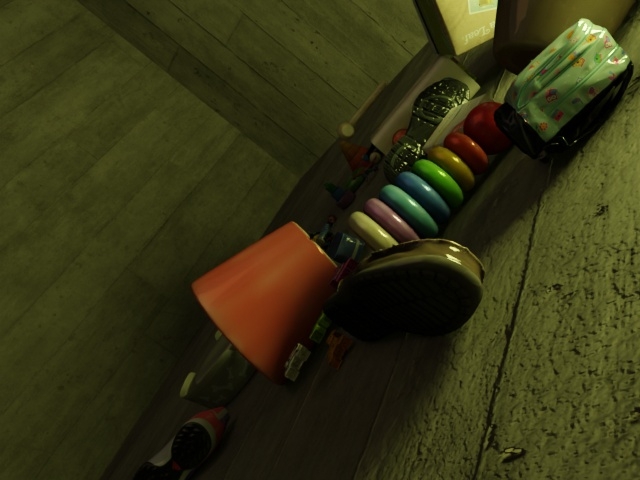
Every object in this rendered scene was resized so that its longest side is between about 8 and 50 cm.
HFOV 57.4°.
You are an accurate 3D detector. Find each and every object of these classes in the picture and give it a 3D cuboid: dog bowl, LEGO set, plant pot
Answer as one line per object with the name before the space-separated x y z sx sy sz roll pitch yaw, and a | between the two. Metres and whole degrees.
dog bowl | -0.238 0.306 1.602 0.349 0.102 0.349 -49 11 13
LEGO set | 0.023 0.150 1.034 0.227 0.087 0.093 -60 8 -7
plant pot | -0.083 0.111 1.189 0.243 0.275 0.275 -42 9 -4
plant pot | 0.379 -0.381 0.912 0.263 0.262 0.230 -165 96 -79

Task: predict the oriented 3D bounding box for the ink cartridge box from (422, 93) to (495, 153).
ink cartridge box | 0.280 -0.215 1.184 0.115 0.067 0.198 -53 9 -5

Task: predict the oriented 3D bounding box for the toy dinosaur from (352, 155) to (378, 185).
toy dinosaur | 0.137 -0.218 1.836 0.082 0.090 0.047 -9 10 -18

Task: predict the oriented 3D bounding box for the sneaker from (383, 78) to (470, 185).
sneaker | 0.238 -0.239 1.334 0.286 0.109 0.130 -54 -14 -2

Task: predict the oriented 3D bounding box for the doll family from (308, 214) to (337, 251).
doll family | 0.000 0.000 1.703 0.193 0.076 0.111 -32 17 49

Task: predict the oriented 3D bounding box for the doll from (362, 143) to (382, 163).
doll | 0.195 -0.316 1.982 0.129 0.046 0.189 -34 18 31

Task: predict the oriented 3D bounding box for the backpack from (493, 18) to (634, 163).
backpack | 0.329 -0.206 0.801 0.182 0.115 0.152 -46 9 18

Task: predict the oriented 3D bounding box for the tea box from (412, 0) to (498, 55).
tea box | 0.379 -0.578 1.279 0.328 0.220 0.323 -25 17 9

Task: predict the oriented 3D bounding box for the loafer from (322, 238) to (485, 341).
loafer | 0.108 0.052 0.830 0.130 0.133 0.366 -56 11 -22

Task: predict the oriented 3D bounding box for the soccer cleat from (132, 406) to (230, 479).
soccer cleat | -0.318 0.500 1.340 0.318 0.108 0.116 -50 -10 24

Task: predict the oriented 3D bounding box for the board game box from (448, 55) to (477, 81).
board game box | 0.332 -0.418 1.594 0.043 0.092 0.181 -55 10 -22

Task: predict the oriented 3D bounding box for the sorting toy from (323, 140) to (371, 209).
sorting toy | 0.086 -0.243 2.000 0.127 0.126 0.366 -44 12 37

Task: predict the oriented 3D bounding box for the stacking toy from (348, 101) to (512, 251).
stacking toy | 0.202 -0.105 1.002 0.330 0.141 0.141 -48 10 1

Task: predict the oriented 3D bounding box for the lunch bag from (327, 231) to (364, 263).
lunch bag | 0.062 0.022 1.353 0.098 0.065 0.067 -146 79 -79

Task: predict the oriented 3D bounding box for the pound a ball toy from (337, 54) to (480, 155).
pound a ball toy | 0.214 -0.325 1.468 0.319 0.208 0.136 -49 10 15
